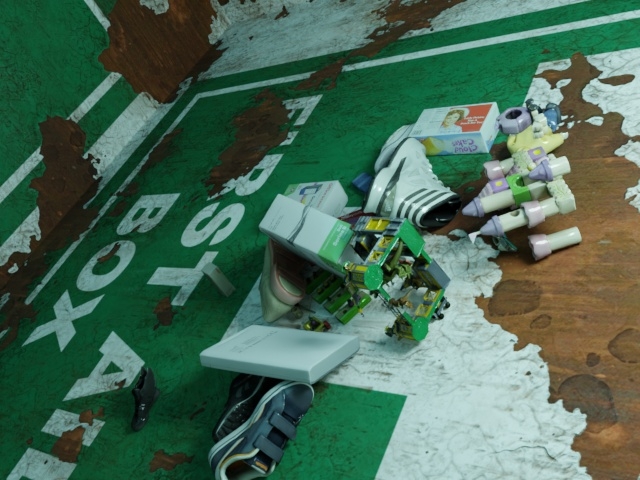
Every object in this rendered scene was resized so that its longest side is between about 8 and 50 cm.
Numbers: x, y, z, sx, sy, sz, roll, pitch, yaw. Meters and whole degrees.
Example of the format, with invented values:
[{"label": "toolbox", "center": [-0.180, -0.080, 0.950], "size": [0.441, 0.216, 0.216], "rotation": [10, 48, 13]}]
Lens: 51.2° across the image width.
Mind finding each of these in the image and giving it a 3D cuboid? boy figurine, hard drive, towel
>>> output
[{"label": "boy figurine", "center": [0.630, -0.287, 1.952], "size": [0.177, 0.092, 0.285], "rotation": [0, 48, 36]}, {"label": "hard drive", "center": [-0.106, 0.290, 1.745], "size": [0.353, 0.047, 0.233], "rotation": [0, 14, 34]}, {"label": "towel", "center": [0.159, -0.188, 2.244], "size": [0.067, 0.029, 0.119], "rotation": [-38, 36, -7]}]

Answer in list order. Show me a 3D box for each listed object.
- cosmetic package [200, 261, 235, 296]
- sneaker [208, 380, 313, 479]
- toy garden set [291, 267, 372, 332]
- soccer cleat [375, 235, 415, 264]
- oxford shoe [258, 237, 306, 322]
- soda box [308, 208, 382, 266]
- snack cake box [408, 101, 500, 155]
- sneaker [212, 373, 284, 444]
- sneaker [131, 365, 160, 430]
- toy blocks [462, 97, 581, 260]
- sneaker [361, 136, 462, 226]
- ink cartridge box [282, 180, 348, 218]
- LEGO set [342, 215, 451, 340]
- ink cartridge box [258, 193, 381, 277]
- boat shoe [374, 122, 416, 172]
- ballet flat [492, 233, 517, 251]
[{"label": "cosmetic package", "center": [-0.333, 0.127, 2.174], "size": [0.041, 0.115, 0.060], "rotation": [-46, 38, -18]}, {"label": "sneaker", "center": [-0.126, 0.477, 1.610], "size": [0.321, 0.126, 0.127], "rotation": [-45, 32, 2]}, {"label": "toy garden set", "center": [-0.001, 0.173, 1.929], "size": [0.204, 0.049, 0.244], "rotation": [-41, 37, -12]}, {"label": "soccer cleat", "center": [0.203, 0.005, 1.910], "size": [0.196, 0.068, 0.076], "rotation": [26, 85, 27]}, {"label": "oxford shoe", "center": [-0.137, 0.096, 2.051], "size": [0.146, 0.140, 0.397], "rotation": [-51, 17, 22]}, {"label": "soda box", "center": [0.068, -0.014, 2.056], "size": [0.263, 0.092, 0.083], "rotation": [-19, 41, 17]}, {"label": "snack cake box", "center": [0.440, -0.362, 2.184], "size": [0.264, 0.089, 0.152], "rotation": [3, 47, 39]}, {"label": "sneaker", "center": [-0.198, 0.421, 1.758], "size": [0.124, 0.107, 0.283], "rotation": [2, 39, 44]}, {"label": "sneaker", "center": [-0.527, 0.462, 1.955], "size": [0.051, 0.089, 0.170], "rotation": [-6, 44, 32]}, {"label": "toy blocks", "center": [0.476, -0.134, 1.703], "size": [0.260, 0.309, 0.288], "rotation": [-18, 38, 10]}, {"label": "sneaker", "center": [0.309, -0.155, 2.028], "size": [0.257, 0.169, 0.447], "rotation": [24, 35, 10]}, {"label": "ink cartridge box", "center": [-0.035, -0.116, 2.253], "size": [0.212, 0.093, 0.154], "rotation": [1, 47, 35]}, {"label": "LEGO set", "center": [0.163, 0.091, 1.689], "size": [0.192, 0.331, 0.255], "rotation": [5, 63, 51]}, {"label": "ink cartridge box", "center": [0.000, 0.000, 1.889], "size": [0.289, 0.211, 0.121], "rotation": [25, 81, 31]}, {"label": "boat shoe", "center": [0.252, -0.309, 2.262], "size": [0.088, 0.096, 0.267], "rotation": [8, 51, 47]}, {"label": "ballet flat", "center": [0.485, 0.005, 1.775], "size": [0.041, 0.041, 0.114], "rotation": [-29, 36, 6]}]
